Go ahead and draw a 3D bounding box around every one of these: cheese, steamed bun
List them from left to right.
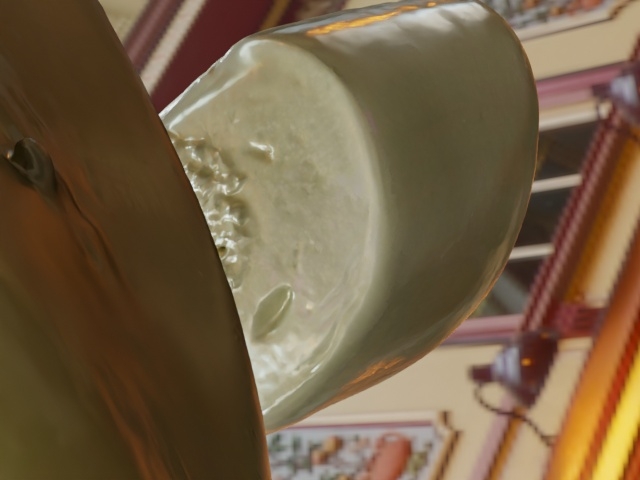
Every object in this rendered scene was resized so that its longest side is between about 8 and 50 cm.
[{"bbox_3d":[-0.108,0.000,0.406,0.259,0.128,0.315,13,-131,-61],"label":"cheese"},{"bbox_3d":[0.000,0.000,0.842,0.200,0.250,0.154,-15,-112,-52],"label":"steamed bun"}]
